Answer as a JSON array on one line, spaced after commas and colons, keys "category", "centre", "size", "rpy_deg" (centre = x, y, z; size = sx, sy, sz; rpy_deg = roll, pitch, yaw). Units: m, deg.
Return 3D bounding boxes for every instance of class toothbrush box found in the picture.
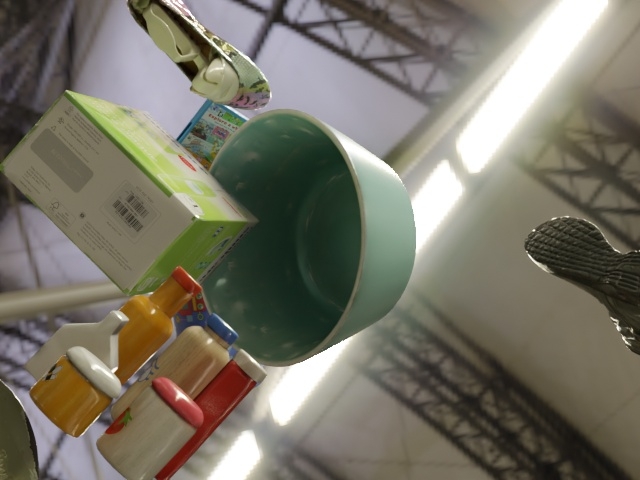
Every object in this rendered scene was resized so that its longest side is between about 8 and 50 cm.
[{"category": "toothbrush box", "centre": [-0.211, -0.051, 1.613], "size": [0.206, 0.283, 0.122], "rpy_deg": [44, -83, 8]}]

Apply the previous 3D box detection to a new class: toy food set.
[{"category": "toy food set", "centre": [-0.103, 0.078, 0.878], "size": [0.111, 0.104, 0.232], "rpy_deg": [43, -3, 2]}]

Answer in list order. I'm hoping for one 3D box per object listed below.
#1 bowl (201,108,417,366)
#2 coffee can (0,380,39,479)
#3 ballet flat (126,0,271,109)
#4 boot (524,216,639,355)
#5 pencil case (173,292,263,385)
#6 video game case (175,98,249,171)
[{"category": "bowl", "centre": [0.000, 0.000, 1.737], "size": [0.311, 0.163, 0.312], "rpy_deg": [-4, -95, 46]}, {"category": "coffee can", "centre": [-0.476, 0.258, 1.515], "size": [0.275, 0.201, 0.202], "rpy_deg": [-14, -95, 30]}, {"category": "ballet flat", "centre": [-0.155, -0.227, 1.701], "size": [0.221, 0.079, 0.077], "rpy_deg": [44, -61, -14]}, {"category": "boot", "centre": [0.358, 0.074, 1.715], "size": [0.246, 0.083, 0.161], "rpy_deg": [31, -25, 52]}, {"category": "pencil case", "centre": [-0.161, 0.079, 2.050], "size": [0.119, 0.133, 0.306], "rpy_deg": [-6, -83, 28]}, {"category": "video game case", "centre": [-0.149, -0.097, 1.833], "size": [0.166, 0.119, 0.015], "rpy_deg": [-50, -146, 12]}]
